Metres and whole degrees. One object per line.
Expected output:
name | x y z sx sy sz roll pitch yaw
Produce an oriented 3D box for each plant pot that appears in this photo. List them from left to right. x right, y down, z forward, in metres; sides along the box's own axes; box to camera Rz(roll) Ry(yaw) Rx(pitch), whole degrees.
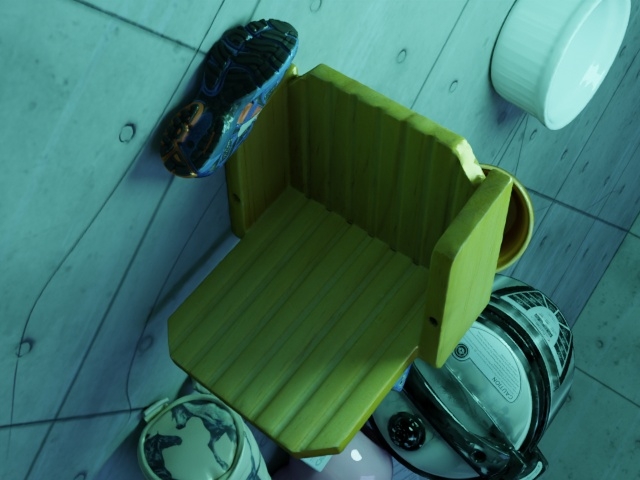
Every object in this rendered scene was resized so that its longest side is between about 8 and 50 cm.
plant pot | 0.305 -0.049 1.826 0.205 0.205 0.188 -65 169 15

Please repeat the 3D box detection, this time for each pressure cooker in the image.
pressure cooker | 0.284 0.271 1.865 0.420 0.370 0.375 -18 112 -63

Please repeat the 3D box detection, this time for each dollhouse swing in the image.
dollhouse swing | -0.015 0.024 1.160 0.305 0.347 0.315 -40 149 -30

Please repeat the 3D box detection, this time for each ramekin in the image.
ramekin | 0.429 -0.352 1.748 0.277 0.135 0.277 -40 149 -30

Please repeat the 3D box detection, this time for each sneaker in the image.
sneaker | -0.103 -0.164 1.126 0.221 0.083 0.087 -51 167 -1

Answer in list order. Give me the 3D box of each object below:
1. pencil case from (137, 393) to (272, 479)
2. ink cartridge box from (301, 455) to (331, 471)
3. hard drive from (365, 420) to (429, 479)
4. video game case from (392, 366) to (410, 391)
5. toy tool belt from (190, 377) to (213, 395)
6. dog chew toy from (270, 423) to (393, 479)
pencil case | -0.160 0.389 1.509 0.160 0.183 0.410 -50 151 -25
ink cartridge box | -0.042 0.268 1.658 0.165 0.065 0.333 -52 142 -11
hard drive | 0.150 0.496 2.088 0.237 0.064 0.339 -15 99 -53
video game case | 0.134 0.103 1.567 0.269 0.061 0.244 -69 161 -8
toy tool belt | -0.158 0.192 1.447 0.083 0.052 0.051 -55 -175 2
dog chew toy | -0.013 0.496 1.866 0.332 0.206 0.206 -51 154 4
